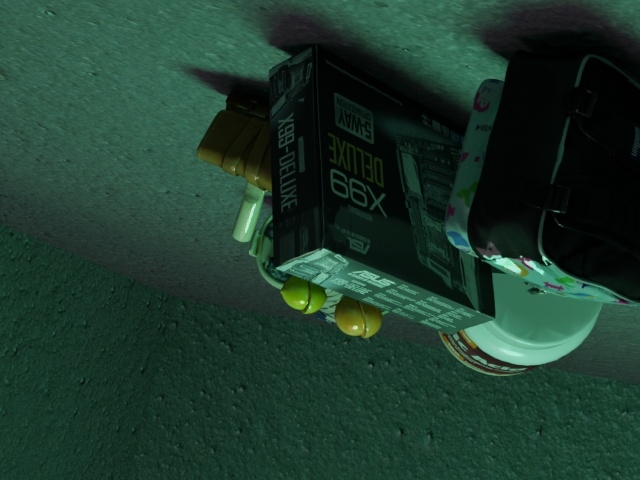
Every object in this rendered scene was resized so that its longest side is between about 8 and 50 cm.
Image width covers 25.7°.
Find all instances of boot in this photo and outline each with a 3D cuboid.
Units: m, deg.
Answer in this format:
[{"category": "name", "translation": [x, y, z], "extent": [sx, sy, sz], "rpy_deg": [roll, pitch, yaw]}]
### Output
[{"category": "boot", "translation": [-0.044, -0.082, 1.703], "extent": [0.220, 0.283, 0.109], "rpy_deg": [21, 128, -3]}]

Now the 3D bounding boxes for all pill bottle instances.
[{"category": "pill bottle", "translation": [0.299, 0.084, 2.120], "extent": [0.224, 0.224, 0.392], "rpy_deg": [13, 171, 1]}]

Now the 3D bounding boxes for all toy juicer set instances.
[{"category": "toy juicer set", "translation": [0.000, 0.000, 2.004], "extent": [0.329, 0.089, 0.209], "rpy_deg": [43, 126, -4]}]

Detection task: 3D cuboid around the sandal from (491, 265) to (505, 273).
[{"category": "sandal", "translation": [0.188, -0.016, 1.854], "extent": [0.445, 0.168, 0.107], "rpy_deg": [10, 166, 15]}]

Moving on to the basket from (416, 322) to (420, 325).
[{"category": "basket", "translation": [0.083, -0.006, 2.102], "extent": [0.227, 0.204, 0.154], "rpy_deg": [23, 154, 9]}]

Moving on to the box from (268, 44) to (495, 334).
[{"category": "box", "translation": [0.072, -0.049, 1.579], "extent": [0.076, 0.242, 0.307], "rpy_deg": [-22, 149, 36]}]

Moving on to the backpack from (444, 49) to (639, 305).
[{"category": "backpack", "translation": [0.258, -0.051, 1.377], "extent": [0.253, 0.225, 0.191], "rpy_deg": [20, 171, -37]}]

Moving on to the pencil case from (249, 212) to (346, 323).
[{"category": "pencil case", "translation": [0.000, 0.048, 2.551], "extent": [0.183, 0.160, 0.410], "rpy_deg": [-4, 167, 13]}]
